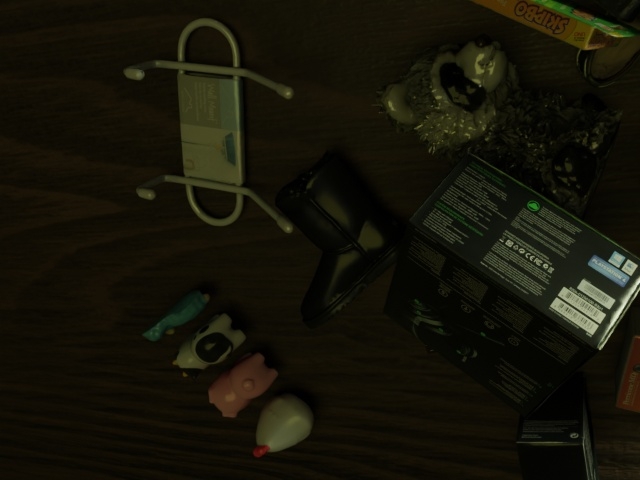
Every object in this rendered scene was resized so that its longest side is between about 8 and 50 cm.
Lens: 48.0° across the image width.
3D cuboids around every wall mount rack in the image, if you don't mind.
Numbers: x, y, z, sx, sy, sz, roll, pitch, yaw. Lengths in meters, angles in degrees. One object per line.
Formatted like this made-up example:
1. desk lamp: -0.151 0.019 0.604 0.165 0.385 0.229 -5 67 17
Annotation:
1. wall mount rack: -0.154 -0.157 1.123 0.304 0.130 0.350 11 117 21

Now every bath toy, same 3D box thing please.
1. bath toy: -0.165 0.258 1.325 0.348 0.129 0.151 47 154 -3

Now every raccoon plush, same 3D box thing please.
1. raccoon plush: 0.212 -0.061 1.005 0.299 0.216 0.447 21 119 20

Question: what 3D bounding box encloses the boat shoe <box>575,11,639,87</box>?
1. boat shoe: 0.410 -0.291 0.889 0.084 0.079 0.233 37 119 4

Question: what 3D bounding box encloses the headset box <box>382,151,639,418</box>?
1. headset box: 0.224 0.072 0.909 0.246 0.131 0.283 35 155 17

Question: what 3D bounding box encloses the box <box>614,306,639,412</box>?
1. box: 0.531 0.187 1.049 0.170 0.091 0.130 10 116 16

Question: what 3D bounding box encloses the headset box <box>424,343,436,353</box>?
1. headset box: 0.181 0.132 1.173 0.032 0.062 0.083 -14 106 25

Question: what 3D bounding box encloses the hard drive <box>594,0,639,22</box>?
1. hard drive: 0.371 -0.453 0.798 0.237 0.064 0.339 47 123 20

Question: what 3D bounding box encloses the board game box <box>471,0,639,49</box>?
1. board game box: 0.254 -0.289 0.875 0.259 0.124 0.039 32 123 28

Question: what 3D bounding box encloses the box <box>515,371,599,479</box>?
1. box: 0.382 0.368 1.133 0.103 0.184 0.261 -5 111 25

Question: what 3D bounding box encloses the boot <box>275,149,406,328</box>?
1. boot: 0.000 0.000 1.161 0.207 0.094 0.246 44 114 -6
